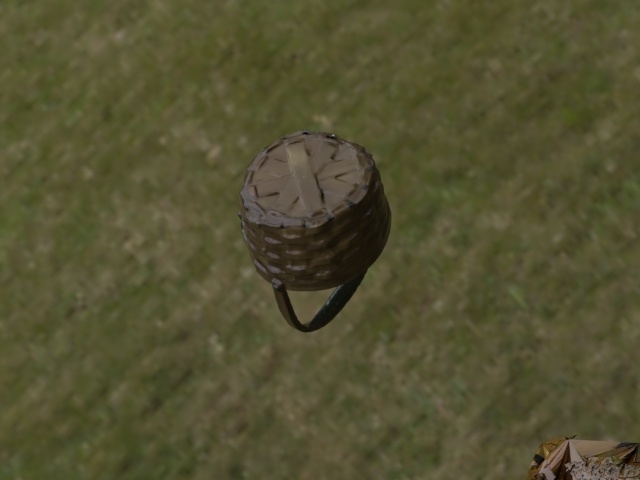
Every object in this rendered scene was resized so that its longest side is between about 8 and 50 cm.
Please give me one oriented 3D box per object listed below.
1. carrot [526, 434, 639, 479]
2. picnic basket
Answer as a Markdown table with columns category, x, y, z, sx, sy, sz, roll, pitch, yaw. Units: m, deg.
| category | x | y | z | sx | sy | sz | roll | pitch | yaw |
| --- | --- | --- | --- | --- | --- | --- | --- | --- | --- |
| carrot | 0.229 | 0.176 | 1.186 | 0.229 | 0.069 | 0.069 | 11 | 60 | 55 |
| picnic basket | 0.000 | 0.000 | 0.787 | 0.072 | 0.083 | 0.072 | -8 | 47 | 9 |
